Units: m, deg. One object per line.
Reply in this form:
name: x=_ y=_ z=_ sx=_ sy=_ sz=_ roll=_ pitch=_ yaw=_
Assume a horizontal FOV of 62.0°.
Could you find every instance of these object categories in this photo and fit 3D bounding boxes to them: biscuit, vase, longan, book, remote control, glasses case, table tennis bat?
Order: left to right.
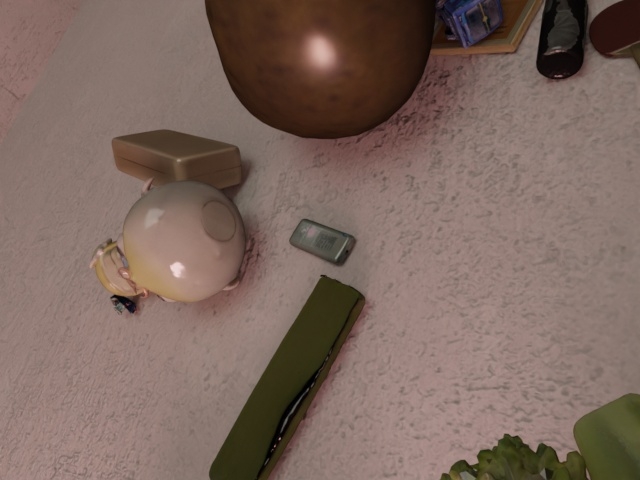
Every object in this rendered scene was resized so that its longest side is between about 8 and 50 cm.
glasses case: x=-0.308 y=-0.170 z=1.113 sx=0.144 sy=0.076 sz=0.336 roll=-20 pitch=28 yaw=-35
biscuit: x=-0.043 y=0.199 z=0.720 sx=0.099 sy=0.038 sz=0.322 roll=19 pitch=75 yaw=48
longan: x=-0.006 y=-0.337 z=0.817 sx=0.404 sy=0.404 sz=0.336 roll=23 pitch=72 yaw=46
remote control: x=0.000 y=0.000 z=0.835 sx=0.124 sy=0.018 sz=0.053 roll=20 pitch=77 yaw=46
book: x=0.291 y=-0.405 z=0.873 sx=0.170 sy=0.018 sz=0.241 roll=19 pitch=75 yaw=47
vase: x=0.341 y=-0.323 z=0.743 sx=0.060 sy=0.060 sz=0.211 roll=-4 pitch=60 yaw=38
table tennis bat: x=0.403 y=-0.259 z=0.686 sx=0.087 sy=0.013 sz=0.156 roll=-20 pitch=49 yaw=26

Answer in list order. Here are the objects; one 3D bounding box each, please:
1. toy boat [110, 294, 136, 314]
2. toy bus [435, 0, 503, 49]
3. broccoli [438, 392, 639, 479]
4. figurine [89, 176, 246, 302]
toy boat: x=-0.393 y=0.131 z=1.056 sx=0.083 sy=0.038 sz=0.038 roll=12 pitch=70 yaw=43
toy bus: x=0.214 y=-0.409 z=0.869 sx=0.094 sy=0.079 sz=0.236 roll=-32 pitch=44 yaw=17
broccoli: x=0.246 y=0.225 z=0.308 sx=0.338 sy=0.277 sz=0.317 roll=-47 pitch=23 yaw=-9
figurine: x=-0.283 y=0.011 z=0.980 sx=0.394 sy=0.226 sz=0.274 roll=-22 pitch=18 yaw=41
